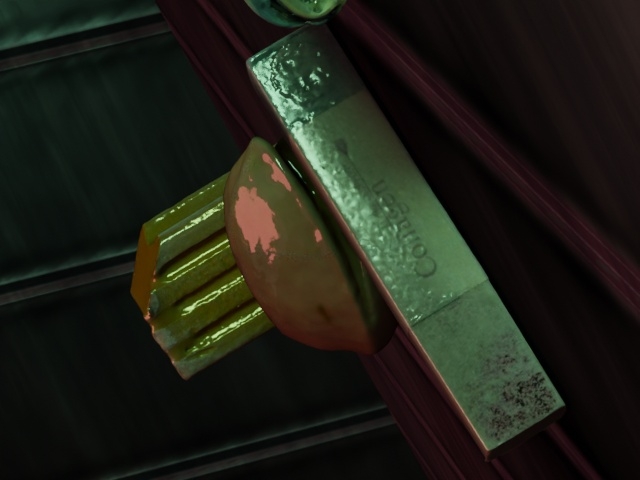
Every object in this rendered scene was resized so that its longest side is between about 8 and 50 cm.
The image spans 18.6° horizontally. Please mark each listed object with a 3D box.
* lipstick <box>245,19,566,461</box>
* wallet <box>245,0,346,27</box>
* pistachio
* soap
[{"bbox_3d":[0.057,-0.001,1.337,0.317,0.066,0.068,58,176,13],"label":"lipstick"},{"bbox_3d":[-0.076,-0.244,1.183,0.176,0.075,0.250,55,180,-36],"label":"wallet"},{"bbox_3d":[0.000,0.000,1.601,0.153,0.138,0.238,35,153,50],"label":"pistachio"},{"bbox_3d":[-0.066,0.010,1.809,0.140,0.232,0.073,60,176,-23],"label":"soap"}]
